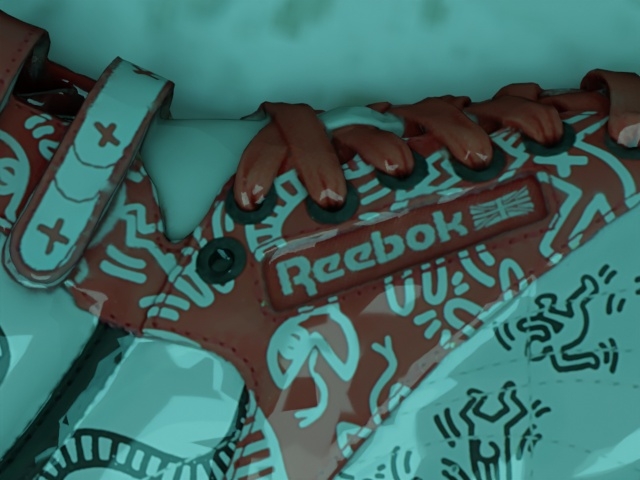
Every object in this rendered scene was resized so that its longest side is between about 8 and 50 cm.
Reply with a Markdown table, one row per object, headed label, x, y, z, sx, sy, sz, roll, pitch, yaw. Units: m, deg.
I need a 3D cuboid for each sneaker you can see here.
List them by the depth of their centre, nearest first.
| label | x | y | z | sx | sy | sz | roll | pitch | yaw |
| --- | --- | --- | --- | --- | --- | --- | --- | --- | --- |
| sneaker | -0.001 | 0.001 | 0.351 | 0.270 | 0.090 | 0.145 | -35 | 99 | 9 |
